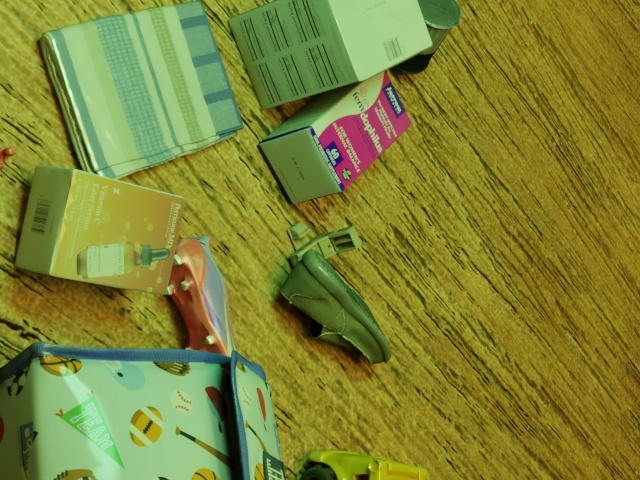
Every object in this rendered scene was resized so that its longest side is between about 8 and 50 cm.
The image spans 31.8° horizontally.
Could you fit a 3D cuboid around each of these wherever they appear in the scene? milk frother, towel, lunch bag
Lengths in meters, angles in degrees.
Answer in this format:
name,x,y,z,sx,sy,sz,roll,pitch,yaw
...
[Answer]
name,x,y,z,sx,sy,sz,roll,pitch,yaw
milk frother,0.140,-0.332,1.849,0.129,0.135,0.143,24,59,-7
towel,-0.234,-0.205,1.515,0.285,0.034,0.209,-26,102,-45
lunch bag,-0.182,0.297,1.282,0.385,0.239,0.328,11,60,-43

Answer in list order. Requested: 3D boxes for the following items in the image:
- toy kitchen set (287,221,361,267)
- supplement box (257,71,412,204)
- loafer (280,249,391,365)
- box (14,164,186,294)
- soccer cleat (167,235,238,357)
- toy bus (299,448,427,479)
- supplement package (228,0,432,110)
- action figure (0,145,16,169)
name,x,y,z,sx,sy,sz,roll,pitch,yaw
toy kitchen set,0.000,0.000,1.686,0.083,0.075,0.068,-38,108,-47
supplement box,0.026,-0.164,1.719,0.220,0.114,0.111,-46,114,-42
loafer,0.021,0.113,1.695,0.251,0.087,0.094,50,6,-36
box,-0.269,-0.012,1.383,0.170,0.091,0.130,13,87,-43
soccer cleat,-0.146,0.113,1.517,0.095,0.083,0.248,-26,99,-50
toy bus,0.082,0.413,1.598,0.149,0.211,0.220,21,69,-43
supplement package,0.015,-0.307,1.668,0.194,0.203,0.149,-32,106,-43
action figure,-0.383,-0.092,1.281,0.030,0.115,0.038,-14,93,-46
